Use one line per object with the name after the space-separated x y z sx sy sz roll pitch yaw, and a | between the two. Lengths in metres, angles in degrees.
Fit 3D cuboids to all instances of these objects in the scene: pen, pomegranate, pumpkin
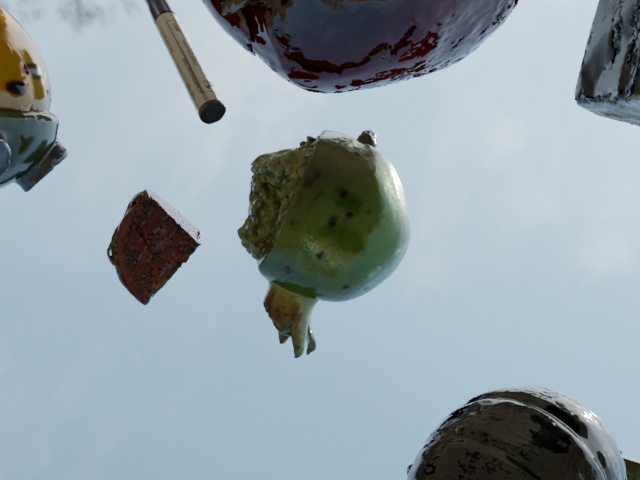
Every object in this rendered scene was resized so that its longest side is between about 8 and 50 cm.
-0.125 -0.172 1.191 0.025 0.025 0.204 -27 -133 -2 | pen
0.000 0.000 1.929 0.260 0.260 0.341 23 -77 38 | pomegranate
0.170 0.250 1.240 0.216 0.250 0.250 14 -124 37 | pumpkin

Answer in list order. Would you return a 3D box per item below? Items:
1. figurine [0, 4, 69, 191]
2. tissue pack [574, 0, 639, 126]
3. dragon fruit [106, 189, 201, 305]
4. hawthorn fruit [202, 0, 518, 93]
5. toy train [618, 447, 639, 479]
-0.215 -0.059 0.613 0.250 0.166 0.141 -29 -98 9 | figurine
0.413 -0.287 1.143 0.264 0.253 0.417 13 -89 -9 | tissue pack
-0.243 0.000 1.902 0.120 0.127 0.161 -42 -171 6 | dragon fruit
0.010 -0.129 0.562 0.148 0.148 0.172 20 -143 37 | hawthorn fruit
0.336 0.294 1.426 0.090 0.225 0.137 171 -64 -74 | toy train
